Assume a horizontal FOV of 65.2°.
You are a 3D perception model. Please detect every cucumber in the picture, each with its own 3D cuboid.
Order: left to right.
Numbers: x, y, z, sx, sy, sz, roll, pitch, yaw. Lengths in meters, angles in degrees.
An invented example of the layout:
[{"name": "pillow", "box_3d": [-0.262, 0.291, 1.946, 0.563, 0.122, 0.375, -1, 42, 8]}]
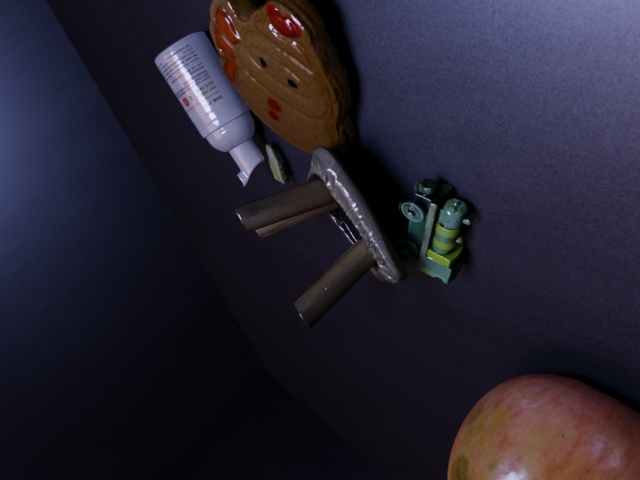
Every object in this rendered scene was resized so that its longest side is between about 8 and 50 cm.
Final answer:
[{"name": "cucumber", "box_3d": [-0.109, -0.204, 1.301, 0.067, 0.035, 0.107, 37, 149, 55]}]

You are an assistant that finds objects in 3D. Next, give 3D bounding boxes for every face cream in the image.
[{"name": "face cream", "box_3d": [-0.251, -0.320, 1.263, 0.369, 0.145, 0.145, 58, 156, -16]}]

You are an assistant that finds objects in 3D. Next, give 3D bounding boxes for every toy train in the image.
[{"name": "toy train", "box_3d": [0.213, -0.021, 0.929, 0.132, 0.083, 0.200, 28, 148, 23]}]

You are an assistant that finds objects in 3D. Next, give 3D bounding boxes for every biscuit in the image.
[{"name": "biscuit", "box_3d": [-0.073, -0.318, 0.968, 0.359, 0.074, 0.381, 38, 164, 7]}]

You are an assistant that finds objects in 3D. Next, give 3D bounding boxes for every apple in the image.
[{"name": "apple", "box_3d": [0.409, 0.427, 0.884, 0.364, 0.364, 0.363, 41, 154, 25]}]

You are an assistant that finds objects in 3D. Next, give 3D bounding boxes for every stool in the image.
[{"name": "stool", "box_3d": [0.000, 0.000, 1.041, 0.310, 0.226, 0.310, 59, 179, 3]}]

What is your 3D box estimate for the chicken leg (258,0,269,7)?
[{"name": "chicken leg", "box_3d": [-0.089, -0.414, 0.955, 0.089, 0.048, 0.219, 60, 155, -9]}]
